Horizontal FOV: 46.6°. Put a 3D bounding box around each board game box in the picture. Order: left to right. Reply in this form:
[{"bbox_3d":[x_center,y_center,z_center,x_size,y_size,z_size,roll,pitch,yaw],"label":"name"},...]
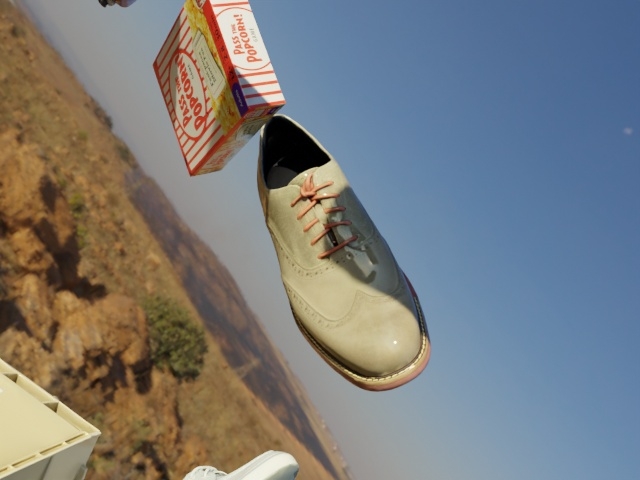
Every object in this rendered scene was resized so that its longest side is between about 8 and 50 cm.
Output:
[{"bbox_3d":[-0.116,-0.171,0.801,0.193,0.045,0.146,-32,-104,59],"label":"board game box"}]

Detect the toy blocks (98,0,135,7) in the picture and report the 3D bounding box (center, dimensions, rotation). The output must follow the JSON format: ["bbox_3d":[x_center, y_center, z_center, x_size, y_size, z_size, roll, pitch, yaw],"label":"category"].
[{"bbox_3d":[-0.280,-0.583,1.209,0.260,0.309,0.288,24,-28,57],"label":"toy blocks"}]

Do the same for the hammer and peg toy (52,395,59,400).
[{"bbox_3d":[-0.493,0.268,0.946,0.127,0.266,0.361,66,-9,-16],"label":"hammer and peg toy"}]

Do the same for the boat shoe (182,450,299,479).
[{"bbox_3d":[-0.130,0.287,0.799,0.081,0.227,0.079,52,0,35],"label":"boat shoe"}]

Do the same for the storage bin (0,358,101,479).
[{"bbox_3d":[-0.398,0.193,0.712,0.262,0.123,0.260,29,11,16],"label":"storage bin"}]

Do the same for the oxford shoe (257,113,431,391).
[{"bbox_3d":[0.000,0.000,0.759,0.348,0.123,0.130,58,-7,44],"label":"oxford shoe"}]
